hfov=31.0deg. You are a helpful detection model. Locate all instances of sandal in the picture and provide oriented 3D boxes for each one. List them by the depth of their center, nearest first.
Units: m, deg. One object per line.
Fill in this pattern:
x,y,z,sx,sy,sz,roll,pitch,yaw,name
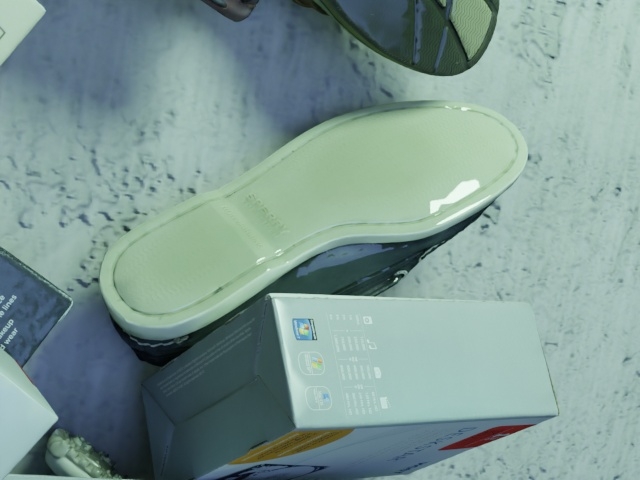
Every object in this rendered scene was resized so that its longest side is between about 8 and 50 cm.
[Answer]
-0.001,-0.224,0.842,0.303,0.086,0.120,26,92,-13,sandal

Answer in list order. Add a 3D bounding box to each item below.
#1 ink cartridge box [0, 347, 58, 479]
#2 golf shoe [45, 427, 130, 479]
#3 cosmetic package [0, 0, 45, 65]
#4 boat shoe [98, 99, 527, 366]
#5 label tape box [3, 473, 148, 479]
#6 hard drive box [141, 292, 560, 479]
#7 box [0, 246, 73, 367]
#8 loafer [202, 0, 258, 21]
-0.260,0.110,0.631,0.176,0.128,0.127,-48,115,-10,ink cartridge box
-0.157,0.218,0.843,0.086,0.069,0.176,-39,112,-10,golf shoe
-0.311,-0.071,0.615,0.296,0.129,0.153,-54,133,-18,cosmetic package
0.002,0.003,0.865,0.340,0.127,0.113,-29,150,-21,boat shoe
-0.092,0.289,0.800,0.348,0.115,0.249,11,125,-26,label tape box
0.020,0.111,0.819,0.232,0.181,0.089,3,65,-36,hard drive box
-0.274,0.050,0.738,0.158,0.093,0.156,40,81,-27,box
-0.168,-0.215,0.727,0.302,0.109,0.095,13,118,-13,loafer
